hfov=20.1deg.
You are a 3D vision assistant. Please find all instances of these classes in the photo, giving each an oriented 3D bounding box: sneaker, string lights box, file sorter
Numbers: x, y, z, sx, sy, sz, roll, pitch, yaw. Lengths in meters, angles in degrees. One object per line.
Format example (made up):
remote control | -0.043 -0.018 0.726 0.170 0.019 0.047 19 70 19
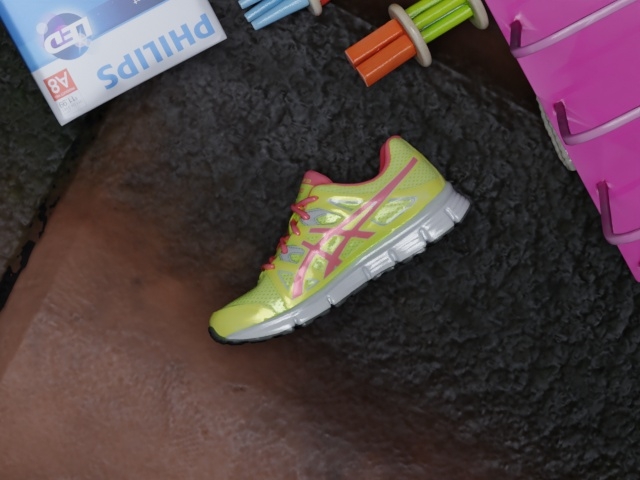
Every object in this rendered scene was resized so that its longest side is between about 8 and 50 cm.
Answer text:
sneaker | 0.000 0.000 1.298 0.208 0.081 0.094 -34 93 -9
string lights box | -0.184 -0.224 1.241 0.133 0.077 0.259 -29 100 -4
file sorter | 0.241 -0.118 1.207 0.202 0.182 0.290 -27 100 13

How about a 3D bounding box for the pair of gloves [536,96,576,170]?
pair of gloves | 0.248 -0.182 1.319 0.204 0.042 0.240 -13 99 -5

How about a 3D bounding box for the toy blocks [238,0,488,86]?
toy blocks | 0.028 -0.167 1.286 0.148 0.054 0.123 -31 99 -3
